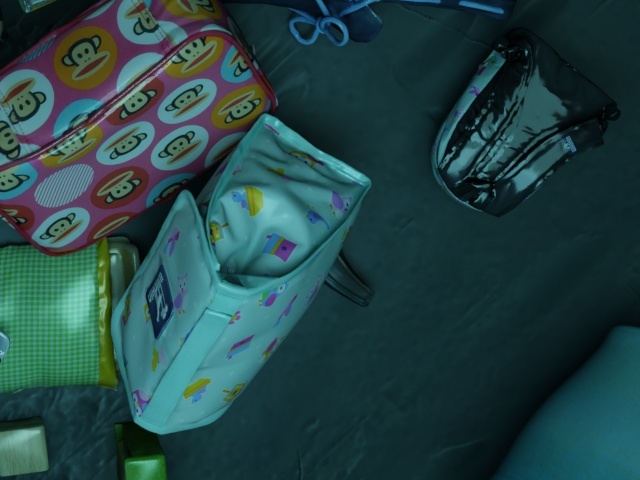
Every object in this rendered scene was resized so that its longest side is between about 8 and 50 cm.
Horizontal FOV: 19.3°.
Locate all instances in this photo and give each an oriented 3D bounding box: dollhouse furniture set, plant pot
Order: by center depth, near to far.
[{"bbox_3d":[-0.265,0.155,1.891,0.197,0.151,0.302,-7,102,-8],"label":"dollhouse furniture set"},{"bbox_3d":[0.328,0.237,1.958,0.271,0.271,0.255,31,81,-13],"label":"plant pot"}]

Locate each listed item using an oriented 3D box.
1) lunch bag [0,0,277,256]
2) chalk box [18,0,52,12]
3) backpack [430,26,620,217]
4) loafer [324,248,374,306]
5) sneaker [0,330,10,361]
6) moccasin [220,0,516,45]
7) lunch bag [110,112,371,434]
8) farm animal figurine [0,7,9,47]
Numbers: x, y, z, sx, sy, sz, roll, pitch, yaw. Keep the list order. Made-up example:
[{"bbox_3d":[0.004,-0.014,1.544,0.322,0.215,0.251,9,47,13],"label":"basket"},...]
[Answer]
[{"bbox_3d":[-0.188,-0.110,1.825,0.293,0.258,0.120,-33,62,2],"label":"lunch bag"},{"bbox_3d":[-0.249,-0.383,1.778,0.180,0.179,0.289,-20,102,-4],"label":"chalk box"},{"bbox_3d":[0.197,-0.110,1.934,0.152,0.115,0.182,38,94,-2],"label":"backpack"},{"bbox_3d":[0.000,0.000,1.952,0.170,0.062,0.061,44,87,-15],"label":"loafer"},{"bbox_3d":[-0.382,0.045,1.825,0.153,0.099,0.282,5,100,8],"label":"sneaker"},{"bbox_3d":[0.043,-0.249,1.872,0.342,0.138,0.117,-5,106,-7],"label":"moccasin"},{"bbox_3d":[-0.090,0.040,1.802,0.160,0.262,0.223,33,128,-1],"label":"lunch bag"},{"bbox_3d":[-0.379,-0.229,1.665,0.172,0.327,0.330,-16,70,15],"label":"farm animal figurine"}]
